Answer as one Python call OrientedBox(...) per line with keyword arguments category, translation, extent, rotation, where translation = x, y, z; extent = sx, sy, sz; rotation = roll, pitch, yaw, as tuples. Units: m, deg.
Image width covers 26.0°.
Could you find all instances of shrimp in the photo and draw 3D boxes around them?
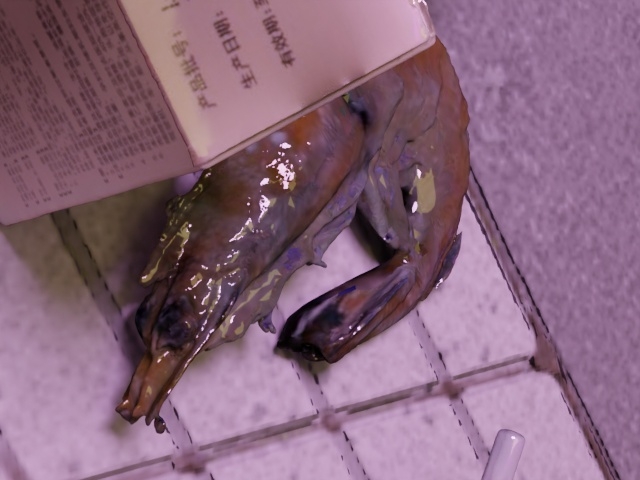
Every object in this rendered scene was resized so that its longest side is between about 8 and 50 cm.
OrientedBox(category="shrimp", translation=(0.000, 0.000, 0.549), extent=(0.223, 0.047, 0.126), rotation=(-53, 124, -31))

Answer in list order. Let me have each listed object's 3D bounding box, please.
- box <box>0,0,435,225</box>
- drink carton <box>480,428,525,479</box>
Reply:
OrientedBox(category="box", translation=(-0.085, -0.121, 0.424), extent=(0.095, 0.168, 0.212), rotation=(-32, 103, -32))
OrientedBox(category="drink carton", translation=(0.040, 0.172, 0.529), extent=(0.084, 0.074, 0.200), rotation=(19, 71, -34))
